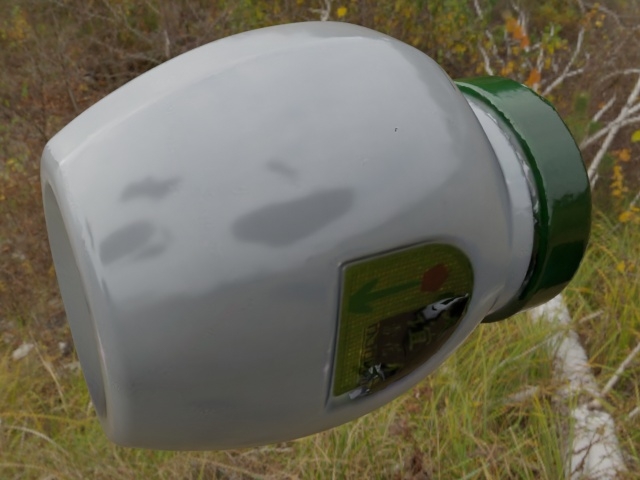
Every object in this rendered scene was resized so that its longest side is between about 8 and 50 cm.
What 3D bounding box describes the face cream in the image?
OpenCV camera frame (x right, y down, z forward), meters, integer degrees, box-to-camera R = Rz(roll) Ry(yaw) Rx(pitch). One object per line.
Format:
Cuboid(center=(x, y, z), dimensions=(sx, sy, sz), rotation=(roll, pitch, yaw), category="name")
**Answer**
Cuboid(center=(0.000, 0.000, 0.470), dimensions=(0.357, 0.312, 0.219), rotation=(-16, 37, -28), category="face cream")
